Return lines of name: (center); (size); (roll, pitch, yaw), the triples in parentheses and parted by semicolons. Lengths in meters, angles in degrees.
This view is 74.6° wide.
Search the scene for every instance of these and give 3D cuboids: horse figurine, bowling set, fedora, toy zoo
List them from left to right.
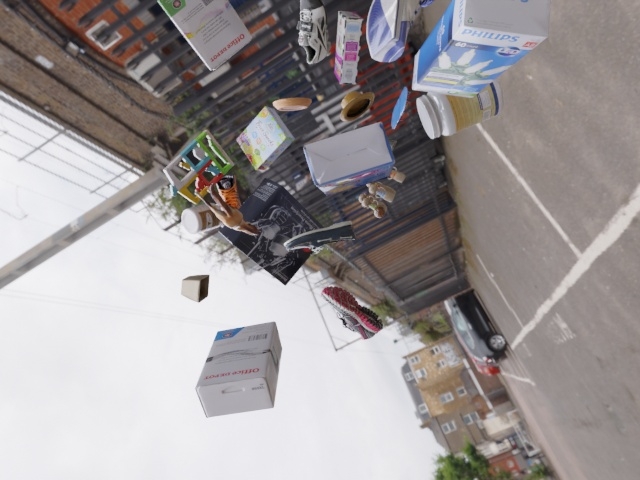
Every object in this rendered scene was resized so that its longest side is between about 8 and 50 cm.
toy zoo: (-0.510, -0.287, 1.733); (0.030, 0.293, 0.192); (15, 150, 45)
horse figurine: (-0.284, -0.086, 1.287); (0.174, 0.066, 0.263); (40, 172, 9)
fedora: (0.161, -0.652, 1.991); (0.079, 0.194, 0.194); (56, -170, 14)
bowling set: (0.269, -0.214, 2.010); (0.154, 0.287, 0.200); (29, -137, 4)

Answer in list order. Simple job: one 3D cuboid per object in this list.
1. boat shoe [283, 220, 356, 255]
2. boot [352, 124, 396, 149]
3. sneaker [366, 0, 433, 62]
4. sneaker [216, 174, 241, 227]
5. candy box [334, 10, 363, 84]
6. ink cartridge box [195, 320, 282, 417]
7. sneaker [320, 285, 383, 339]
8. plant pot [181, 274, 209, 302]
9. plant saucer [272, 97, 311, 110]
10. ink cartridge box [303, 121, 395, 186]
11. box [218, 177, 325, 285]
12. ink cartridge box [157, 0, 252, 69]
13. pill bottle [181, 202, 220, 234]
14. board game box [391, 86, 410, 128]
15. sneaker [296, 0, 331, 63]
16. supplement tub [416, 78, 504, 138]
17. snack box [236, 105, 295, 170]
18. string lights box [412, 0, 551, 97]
boat shoe: (0.000, 0.000, 1.479); (0.095, 0.255, 0.079); (141, 111, -77)
boot: (0.274, -0.531, 2.166); (0.209, 0.076, 0.189); (28, -174, -16)
sneaker: (0.219, -0.588, 1.003); (0.127, 0.182, 0.315); (175, 98, -64)
sneaker: (-0.420, -0.184, 1.911); (0.321, 0.125, 0.180); (-120, 20, -44)
candy box: (0.105, -0.741, 1.616); (0.159, 0.071, 0.233); (-101, 11, -52)
ink cartridge box: (-0.329, 0.536, 1.788); (0.395, 0.286, 0.166); (-90, -11, -69)
sneaker: (0.117, 0.307, 1.748); (0.299, 0.112, 0.121); (40, -155, -6)
plant pot: (-0.575, 0.212, 1.918); (0.109, 0.096, 0.109); (-53, -30, -79)
plant saucer: (-0.143, -0.693, 2.148); (0.200, 0.200, 0.037); (-47, -47, -78)
ink cartridge box: (0.114, -0.275, 1.519); (0.395, 0.270, 0.151); (-21, -85, -83)
box: (-0.195, -0.035, 1.822); (0.343, 0.312, 0.179); (43, 174, -36)
ink cartridge box: (-0.417, -0.802, 1.529); (0.278, 0.201, 0.117); (51, -179, -35)
pill bottle: (-0.567, -0.119, 2.112); (0.229, 0.131, 0.131); (-25, -94, -51)
board game box: (0.333, -0.530, 1.701); (0.168, 0.033, 0.133); (113, 166, -57)
sneaker: (-0.046, -0.980, 1.947); (0.122, 0.146, 0.330); (26, 152, 35)
supplement tub: (0.606, -0.599, 1.846); (0.228, 0.316, 0.228); (-23, -90, -83)
snack box: (-0.235, -0.427, 1.774); (0.174, 0.207, 0.070); (56, -154, 13)
string lights box: (0.264, -0.339, 0.738); (0.260, 0.133, 0.076); (180, 96, -87)
